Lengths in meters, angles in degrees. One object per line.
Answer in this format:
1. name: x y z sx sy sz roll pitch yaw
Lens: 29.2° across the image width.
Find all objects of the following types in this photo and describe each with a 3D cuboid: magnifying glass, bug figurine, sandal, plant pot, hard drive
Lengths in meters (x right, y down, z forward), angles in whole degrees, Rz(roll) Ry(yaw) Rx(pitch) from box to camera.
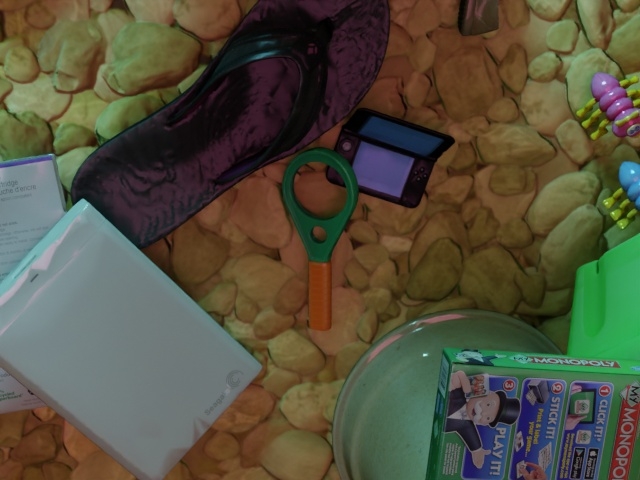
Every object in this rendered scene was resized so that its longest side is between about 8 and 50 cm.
1. magnifying glass: 0.000 0.000 1.481 0.092 0.026 0.231 8 111 20
2. bug figurine: 0.425 -0.145 1.418 0.279 0.072 0.216 -37 69 7
3. sandal: -0.091 -0.138 1.400 0.446 0.107 0.167 -41 106 7
4. plant pot: 0.194 0.285 1.447 0.334 0.305 0.334 -1 106 -5
5. hard drive: -0.238 0.127 1.444 0.203 0.040 0.307 -47 117 -7

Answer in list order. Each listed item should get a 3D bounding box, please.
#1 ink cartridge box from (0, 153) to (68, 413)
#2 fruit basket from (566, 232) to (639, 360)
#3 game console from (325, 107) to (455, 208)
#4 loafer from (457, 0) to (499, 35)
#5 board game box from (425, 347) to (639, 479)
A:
1. ink cartridge box: -0.425 0.062 1.448 0.304 0.072 0.307 -9 105 -2
2. fruit basket: 0.482 0.179 1.363 0.392 0.392 0.283 36 141 -14
3. game console: 0.080 -0.095 1.449 0.122 0.071 0.107 18 103 -10
4. loafer: 0.193 -0.306 1.411 0.050 0.056 0.148 6 115 -8
5. board game box: 0.213 0.271 1.261 0.213 0.046 0.317 4 105 -8
